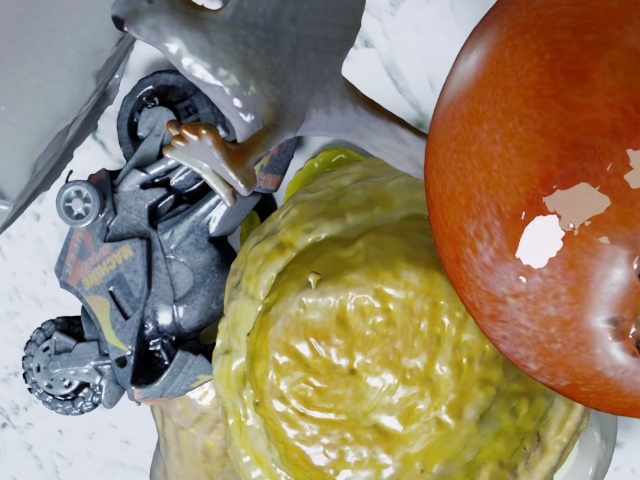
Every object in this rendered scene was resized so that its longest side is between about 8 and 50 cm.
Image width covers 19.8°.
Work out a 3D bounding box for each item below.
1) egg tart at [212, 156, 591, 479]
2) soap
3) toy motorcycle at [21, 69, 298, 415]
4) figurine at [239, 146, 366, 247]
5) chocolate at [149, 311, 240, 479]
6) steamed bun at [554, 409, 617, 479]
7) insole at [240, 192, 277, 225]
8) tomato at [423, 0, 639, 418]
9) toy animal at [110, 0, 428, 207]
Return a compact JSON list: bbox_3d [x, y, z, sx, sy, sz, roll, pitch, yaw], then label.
[{"bbox_3d":[0.053,0.091,1.360,0.318,0.128,0.319,1,93,13],"label":"egg tart"},{"bbox_3d":[-0.217,-0.169,1.333,0.159,0.258,0.302,33,134,2],"label":"soap"},{"bbox_3d":[-0.129,0.018,1.476,0.173,0.108,0.307,27,100,19],"label":"toy motorcycle"},{"bbox_3d":[0.006,0.005,1.480,0.178,0.109,0.130,-38,85,38],"label":"figurine"},{"bbox_3d":[-0.095,0.160,1.636,0.134,0.134,0.309,20,137,13],"label":"chocolate"},{"bbox_3d":[0.128,0.135,1.482,0.228,0.131,0.177,7,106,14],"label":"steamed bun"},{"bbox_3d":[-0.048,-0.010,1.553,0.045,0.002,0.135,-1,126,30],"label":"insole"},{"bbox_3d":[0.238,-0.055,1.175,0.341,0.273,0.341,-6,137,-6],"label":"tomato"},{"bbox_3d":[-0.001,-0.093,1.262,0.284,0.302,0.225,44,131,-3],"label":"toy animal"}]
